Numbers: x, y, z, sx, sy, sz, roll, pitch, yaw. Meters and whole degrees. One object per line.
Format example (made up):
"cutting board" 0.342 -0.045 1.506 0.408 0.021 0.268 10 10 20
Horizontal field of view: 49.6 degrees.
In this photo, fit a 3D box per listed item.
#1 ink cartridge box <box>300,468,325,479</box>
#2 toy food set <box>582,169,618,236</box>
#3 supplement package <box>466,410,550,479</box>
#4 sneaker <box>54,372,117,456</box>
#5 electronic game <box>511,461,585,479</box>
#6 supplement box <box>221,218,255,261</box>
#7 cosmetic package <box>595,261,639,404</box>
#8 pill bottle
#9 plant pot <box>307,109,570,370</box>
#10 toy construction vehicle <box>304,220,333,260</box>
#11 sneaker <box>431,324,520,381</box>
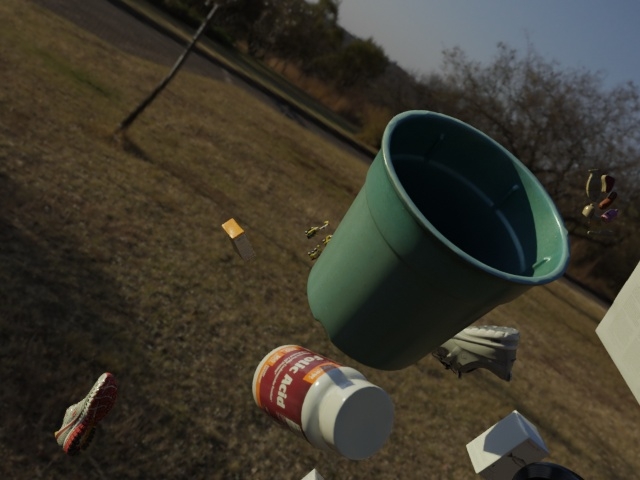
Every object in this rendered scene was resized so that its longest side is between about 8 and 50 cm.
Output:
"ink cartridge box" 0.003 0.568 1.473 0.097 0.046 0.207 50 -1 0
"toy food set" 0.525 -0.069 1.295 0.078 0.122 0.019 5 1 -16
"supplement package" 0.510 0.572 1.893 0.105 0.179 0.105 40 19 -25
"sneaker" -0.621 0.446 1.818 0.092 0.225 0.088 25 -13 30
"electronic game" 0.490 0.564 1.419 0.048 0.229 0.229 -19 52 -41
"supplement box" -0.207 0.000 1.756 0.062 0.036 0.098 46 -16 38
"cosmetic package" 0.775 0.244 1.497 0.097 0.284 0.377 -2 43 -12
"pill bottle" 0.001 0.427 1.848 0.224 0.224 0.392 31 -12 -32
"plant pot" 0.162 0.025 1.140 0.341 0.334 0.341 20 44 -20
"toy construction vehicle" 0.000 0.000 2.016 0.035 0.098 0.086 -3 -65 61
"sneaker" 0.269 0.229 1.431 0.281 0.115 0.105 0 -2 42
